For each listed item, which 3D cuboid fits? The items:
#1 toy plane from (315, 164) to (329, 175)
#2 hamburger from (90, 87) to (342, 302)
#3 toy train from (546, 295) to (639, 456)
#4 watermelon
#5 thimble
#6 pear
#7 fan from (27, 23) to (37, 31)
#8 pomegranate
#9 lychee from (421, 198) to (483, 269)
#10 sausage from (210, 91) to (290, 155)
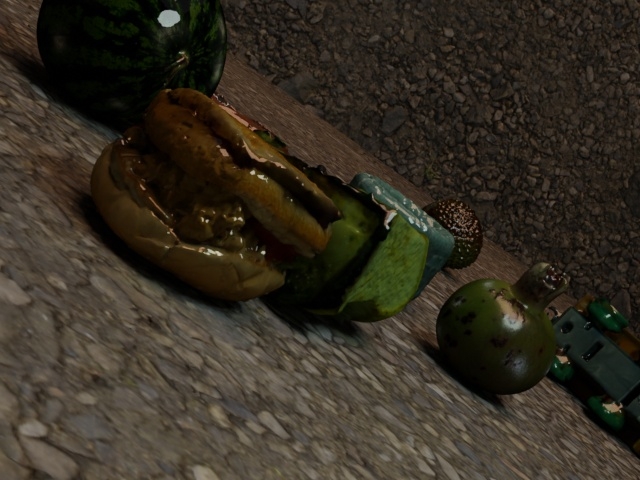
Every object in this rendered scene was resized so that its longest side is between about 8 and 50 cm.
[{"bbox_3d":[0.008,-0.145,2.384,0.078,0.031,0.083,30,12,-36],"label":"toy plane"},{"bbox_3d":[-0.111,-0.043,1.113,0.244,0.163,0.244,37,2,-2],"label":"hamburger"},{"bbox_3d":[0.599,0.278,2.115,0.249,0.178,0.429,41,5,-43],"label":"toy train"},{"bbox_3d":[-0.253,-0.282,1.474,0.269,0.269,0.269,36,10,-7],"label":"watermelon"},{"bbox_3d":[0.112,0.003,1.732,0.235,0.143,0.198,29,14,-37],"label":"thimble"},{"bbox_3d":[0.000,0.000,1.325,0.238,0.164,0.255,30,1,24],"label":"pear"},{"bbox_3d":[-0.394,-0.290,1.709,0.175,0.005,0.113,37,10,-12],"label":"fan"},{"bbox_3d":[0.276,0.127,1.566,0.179,0.210,0.179,60,1,-1],"label":"pomegranate"},{"bbox_3d":[0.296,-0.010,2.441,0.171,0.171,0.171,36,10,-7],"label":"lychee"},{"bbox_3d":[-0.194,-0.225,1.904,0.326,0.079,0.087,37,25,3],"label":"sausage"}]
